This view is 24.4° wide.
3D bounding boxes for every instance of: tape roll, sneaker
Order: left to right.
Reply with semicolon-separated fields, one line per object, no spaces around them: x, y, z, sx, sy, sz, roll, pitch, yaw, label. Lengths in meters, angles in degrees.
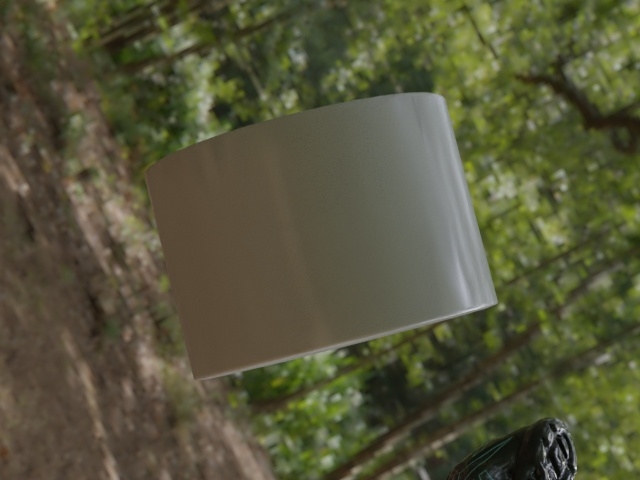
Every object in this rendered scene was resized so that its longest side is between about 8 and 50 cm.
0.000;0.000;1.144;0.246;0.246;0.169;40;36;-85;tape roll
0.176;0.282;1.517;0.267;0.106;0.101;-42;115;-50;sneaker
